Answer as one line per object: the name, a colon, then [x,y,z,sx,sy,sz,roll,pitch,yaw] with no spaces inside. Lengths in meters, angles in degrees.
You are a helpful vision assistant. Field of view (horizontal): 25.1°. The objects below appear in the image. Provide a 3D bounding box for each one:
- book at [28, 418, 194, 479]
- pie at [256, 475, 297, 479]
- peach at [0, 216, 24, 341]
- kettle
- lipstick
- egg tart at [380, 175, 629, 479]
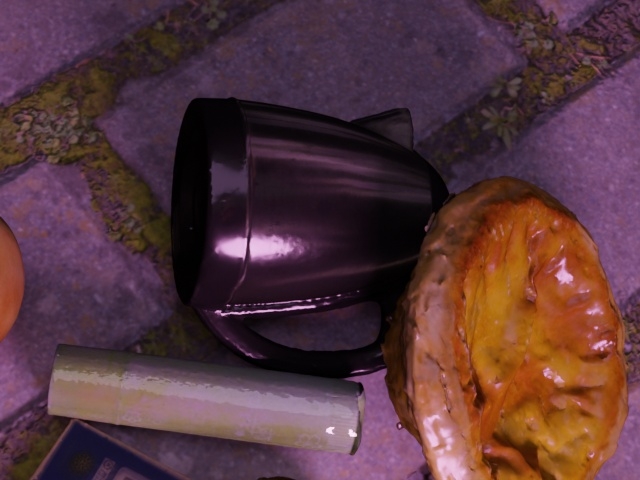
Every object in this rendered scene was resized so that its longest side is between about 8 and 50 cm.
book: [-0.157,0.317,1.288,0.322,0.018,0.228,24,65,22]
pie: [-0.060,0.306,1.342,0.195,0.046,0.195,3,68,-7]
peach: [-0.369,0.042,1.346,0.184,0.184,0.184,3,66,-7]
kettle: [0.003,-0.014,1.410,0.271,0.207,0.250,1,60,-16]
lipstick: [-0.107,0.153,1.384,0.304,0.076,0.076,9,66,-5]
egg tart: [0.164,0.108,1.374,0.341,0.132,0.341,6,81,-44]
